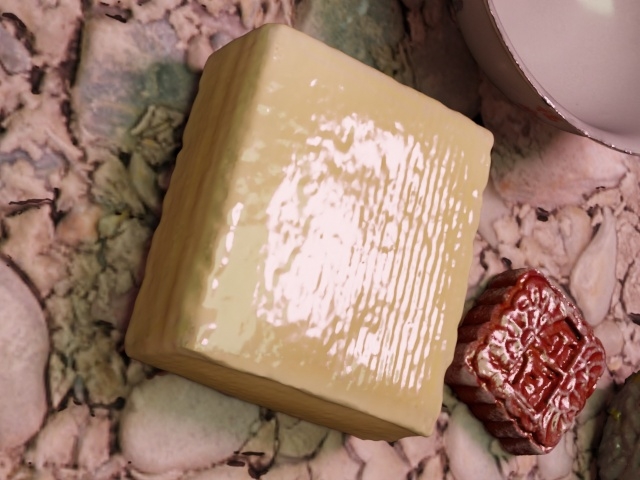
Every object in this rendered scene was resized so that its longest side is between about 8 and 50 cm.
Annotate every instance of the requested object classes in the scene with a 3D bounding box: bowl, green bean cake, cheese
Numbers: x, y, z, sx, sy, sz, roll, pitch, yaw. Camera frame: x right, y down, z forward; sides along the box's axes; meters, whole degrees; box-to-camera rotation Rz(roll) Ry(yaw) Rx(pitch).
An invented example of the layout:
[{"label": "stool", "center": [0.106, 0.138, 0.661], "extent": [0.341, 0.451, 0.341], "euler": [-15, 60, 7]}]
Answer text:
[{"label": "bowl", "center": [0.226, -0.231, 1.191], "extent": [0.345, 0.157, 0.345], "euler": [6, 79, -32]}, {"label": "green bean cake", "center": [0.186, 0.108, 1.170], "extent": [0.135, 0.056, 0.135], "euler": [48, 60, -17]}, {"label": "cheese", "center": [0.000, 0.000, 1.033], "extent": [0.242, 0.124, 0.265], "euler": [25, 69, -31]}]

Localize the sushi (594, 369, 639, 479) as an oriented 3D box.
[{"label": "sushi", "center": [0.360, 0.227, 1.209], "extent": [0.184, 0.139, 0.274], "euler": [19, 73, -26]}]
